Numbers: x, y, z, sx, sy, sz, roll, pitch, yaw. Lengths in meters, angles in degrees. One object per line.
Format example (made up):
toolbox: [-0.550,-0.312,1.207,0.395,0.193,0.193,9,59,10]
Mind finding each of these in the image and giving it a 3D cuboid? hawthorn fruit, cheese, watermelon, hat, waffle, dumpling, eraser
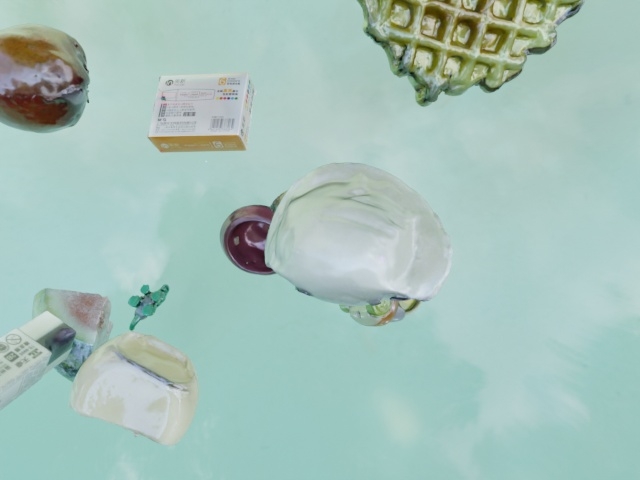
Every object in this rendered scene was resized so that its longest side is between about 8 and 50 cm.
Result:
hawthorn fruit: [-0.795,-0.448,1.409,0.325,0.308,0.308,22,94,-47]
cheese: [-0.398,0.335,1.124,0.266,0.127,0.233,27,101,-3]
watermelon: [-0.750,0.279,1.593,0.232,0.193,0.310,-25,69,-33]
hat: [-0.145,-0.005,1.274,0.205,0.089,0.205,5,120,8]
waffle: [0.192,-0.350,0.690,0.297,0.073,0.317,-32,116,9]
dumpling: [0.053,-0.010,0.776,0.243,0.175,0.227,20,71,-9]
eraser: [-0.652,0.280,0.987,0.098,0.404,0.096,34,115,2]

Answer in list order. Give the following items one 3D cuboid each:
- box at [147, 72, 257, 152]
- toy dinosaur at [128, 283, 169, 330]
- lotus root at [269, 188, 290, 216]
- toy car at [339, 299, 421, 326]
box: [-0.334,-0.364,1.461,0.274,0.091,0.221,3,69,9]
toy dinosaur: [-0.399,0.152,1.193,0.059,0.096,0.132,32,72,8]
lotus root: [0.000,0.000,0.975,0.123,0.124,0.241,-28,73,-26]
toy car: [0.181,0.124,1.342,0.235,0.145,0.235,3,84,-34]
